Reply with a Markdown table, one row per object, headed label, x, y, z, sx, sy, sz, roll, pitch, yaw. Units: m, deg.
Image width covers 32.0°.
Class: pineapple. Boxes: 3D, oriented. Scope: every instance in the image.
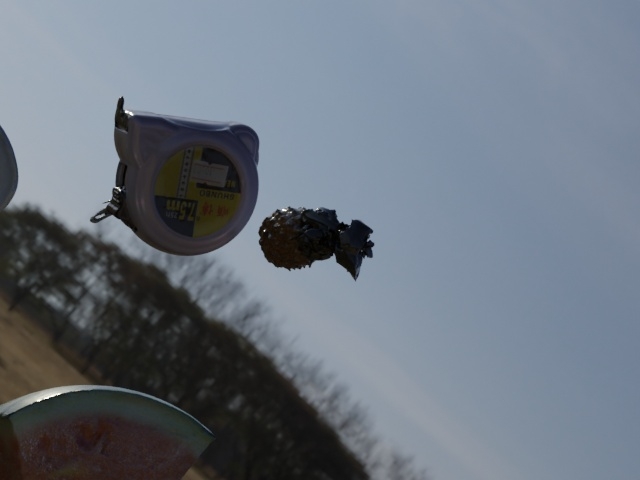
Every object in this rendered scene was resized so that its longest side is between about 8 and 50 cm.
| label | x | y | z | sx | sy | sz | roll | pitch | yaw |
| --- | --- | --- | --- | --- | --- | --- | --- | --- | --- |
| pineapple | 0.000 | 0.000 | 1.844 | 0.119 | 0.111 | 0.237 | 25 | -13 | -34 |

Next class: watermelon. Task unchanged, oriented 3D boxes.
| label | x | y | z | sx | sy | sz | roll | pitch | yaw |
| --- | --- | --- | --- | --- | --- | --- | --- | --- | --- |
| watermelon | -0.312 | 0.307 | 1.513 | 0.283 | 0.250 | 0.292 | 17 | 36 | -46 |

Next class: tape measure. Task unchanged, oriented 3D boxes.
| label | x | y | z | sx | sy | sz | roll | pitch | yaw |
| --- | --- | --- | --- | --- | --- | --- | --- | --- | --- |
| tape measure | -0.174 | -0.072 | 1.385 | 0.196 | 0.178 | 0.105 | 10 | 8 | -29 |

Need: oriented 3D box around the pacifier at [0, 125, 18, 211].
| label | x | y | z | sx | sy | sz | roll | pitch | yaw |
| --- | --- | --- | --- | --- | --- | --- | --- | --- | --- |
| pacifier | -0.459 | -0.033 | 1.201 | 0.238 | 0.287 | 0.226 | 14 | 1 | -14 |
